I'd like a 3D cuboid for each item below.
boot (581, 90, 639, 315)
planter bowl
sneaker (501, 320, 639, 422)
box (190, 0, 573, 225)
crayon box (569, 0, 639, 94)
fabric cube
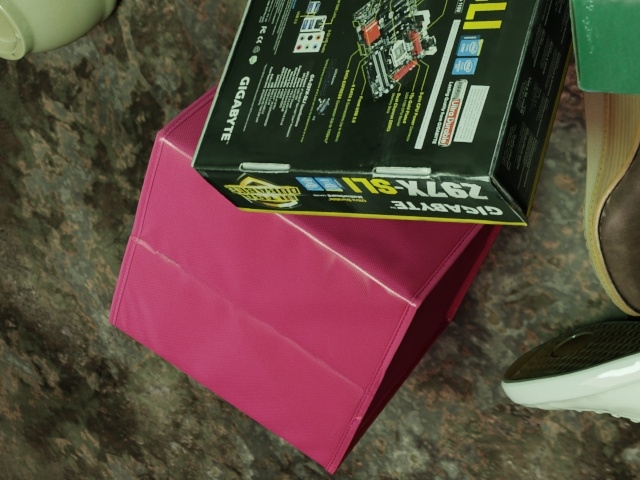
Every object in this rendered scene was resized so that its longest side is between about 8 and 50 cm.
[{"bbox_3d":[0.319,-0.039,1.058,0.207,0.090,0.248,6,121,36],"label":"boot"},{"bbox_3d":[-0.301,-0.250,1.319,0.162,0.109,0.162,28,151,18],"label":"planter bowl"},{"bbox_3d":[0.295,0.137,1.164,0.290,0.106,0.123,-13,109,42],"label":"sneaker"},{"bbox_3d":[0.066,-0.174,0.993,0.257,0.322,0.079,4,157,33],"label":"box"},{"bbox_3d":[0.352,-0.163,0.860,0.323,0.203,0.083,9,126,32],"label":"crayon box"},{"bbox_3d":[0.000,0.000,1.209,0.258,0.254,0.259,33,134,10],"label":"fabric cube"}]
